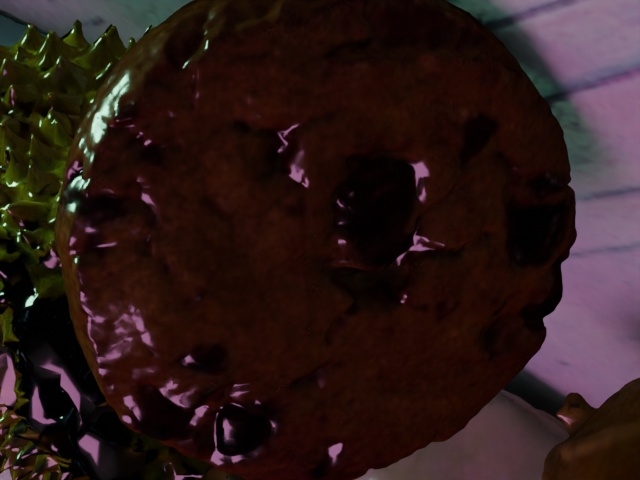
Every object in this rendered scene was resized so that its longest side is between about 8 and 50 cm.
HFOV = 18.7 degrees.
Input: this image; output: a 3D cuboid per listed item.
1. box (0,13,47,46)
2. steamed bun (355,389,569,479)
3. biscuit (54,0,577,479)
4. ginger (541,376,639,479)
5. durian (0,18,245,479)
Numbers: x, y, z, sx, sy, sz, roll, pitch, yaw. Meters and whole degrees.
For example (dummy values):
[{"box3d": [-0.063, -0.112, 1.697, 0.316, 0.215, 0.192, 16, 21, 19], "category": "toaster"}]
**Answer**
[{"box3d": [-0.195, -0.038, 0.914, 0.227, 0.130, 0.162, 24, 159, 12], "category": "box"}, {"box3d": [0.090, 0.219, 1.035, 0.275, 0.206, 0.320, 5, 153, 46], "category": "steamed bun"}, {"box3d": [0.000, 0.000, 0.668, 0.192, 0.192, 0.049, 40, -175, -26], "category": "biscuit"}, {"box3d": [0.218, 0.220, 0.751, 0.357, 0.274, 0.152, 23, 168, 16], "category": "ginger"}, {"box3d": [-0.092, 0.024, 0.750, 0.138, 0.237, 0.193, -111, 14, -63], "category": "durian"}]
